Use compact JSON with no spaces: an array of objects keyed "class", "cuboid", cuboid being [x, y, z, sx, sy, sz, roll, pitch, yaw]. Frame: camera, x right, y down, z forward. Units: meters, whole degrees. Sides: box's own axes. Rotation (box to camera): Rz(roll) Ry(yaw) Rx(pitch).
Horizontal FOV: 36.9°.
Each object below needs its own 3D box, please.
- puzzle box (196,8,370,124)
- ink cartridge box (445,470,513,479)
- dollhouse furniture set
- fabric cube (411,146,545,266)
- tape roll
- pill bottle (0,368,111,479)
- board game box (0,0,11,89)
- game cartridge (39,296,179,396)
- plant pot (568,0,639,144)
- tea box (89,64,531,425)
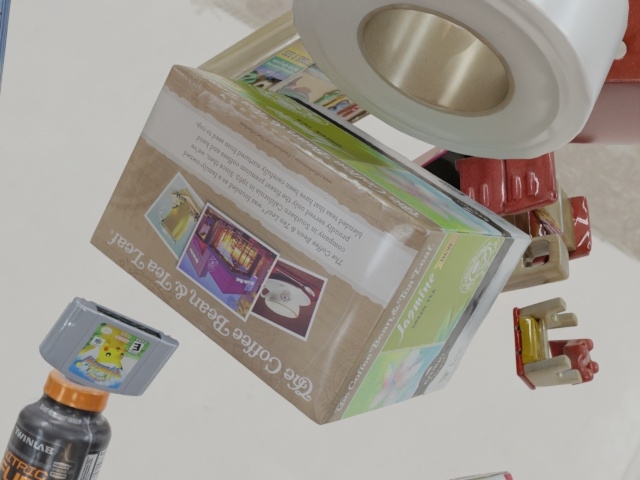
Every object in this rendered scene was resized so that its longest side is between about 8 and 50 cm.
[{"class":"puzzle box","cuboid":[0.027,-0.277,1.536,0.409,0.272,0.052,6,61,-61]},{"class":"ink cartridge box","cuboid":[0.154,0.425,1.019,0.131,0.306,0.226,-10,49,-15]},{"class":"dollhouse furniture set","cuboid":[0.311,0.059,1.430,0.152,0.201,0.374,-13,56,27]},{"class":"fabric cube","cuboid":[0.263,-0.051,1.715,0.254,0.258,0.259,-31,96,-2]},{"class":"tape roll","cuboid":[0.118,-0.194,0.851,0.286,0.286,0.100,26,71,6]},{"class":"pill bottle","cuboid":[-0.365,0.301,1.303,0.130,0.130,0.246,20,93,2]},{"class":"board game box","cuboid":[-0.200,-0.075,0.406,0.194,0.194,0.060,22,25,37]},{"class":"game cartridge","cuboid":[-0.145,0.076,0.656,0.083,0.056,0.017,28,20,-32]},{"class":"plant pot","cuboid":[0.333,-0.251,1.094,0.267,0.235,0.268,2,92,14]},{"class":"tea box","cuboid":[0.000,0.000,1.039,0.329,0.220,0.323,34,16,24]}]
